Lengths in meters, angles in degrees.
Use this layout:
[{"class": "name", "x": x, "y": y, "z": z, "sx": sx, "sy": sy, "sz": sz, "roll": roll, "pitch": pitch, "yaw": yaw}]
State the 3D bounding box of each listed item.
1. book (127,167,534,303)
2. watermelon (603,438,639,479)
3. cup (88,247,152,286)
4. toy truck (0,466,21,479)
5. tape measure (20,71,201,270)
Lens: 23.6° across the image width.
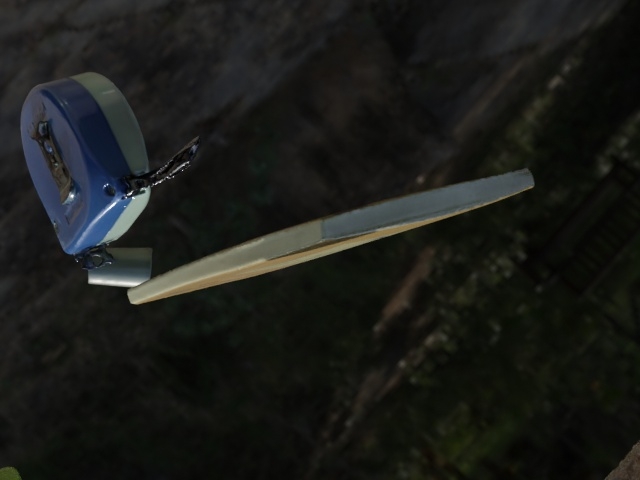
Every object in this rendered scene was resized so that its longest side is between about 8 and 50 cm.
[{"class": "book", "x": 0.000, "y": 0.000, "z": 1.571, "sx": 0.269, "sy": 0.032, "sz": 0.389, "roll": -14, "pitch": 178, "yaw": -37}, {"class": "watermelon", "x": 0.398, "y": 0.357, "z": 1.935, "sx": 0.264, "sy": 0.151, "sz": 0.302, "roll": 77, "pitch": 36, "yaw": -65}, {"class": "cup", "x": -0.266, "y": 0.029, "z": 2.039, "sx": 0.075, "sy": 0.083, "sz": 0.054, "roll": -97, "pitch": -168, "yaw": -53}, {"class": "toy truck", "x": -0.364, "y": 0.198, "z": 1.306, "sx": 0.187, "sy": 0.148, "sz": 0.210, "roll": -29, "pitch": 120, "yaw": -20}, {"class": "tape measure", "x": -0.264, "y": -0.120, "z": 1.850, "sx": 0.098, "sy": 0.215, "sz": 0.351, "roll": -20, "pitch": 168, "yaw": -33}]
